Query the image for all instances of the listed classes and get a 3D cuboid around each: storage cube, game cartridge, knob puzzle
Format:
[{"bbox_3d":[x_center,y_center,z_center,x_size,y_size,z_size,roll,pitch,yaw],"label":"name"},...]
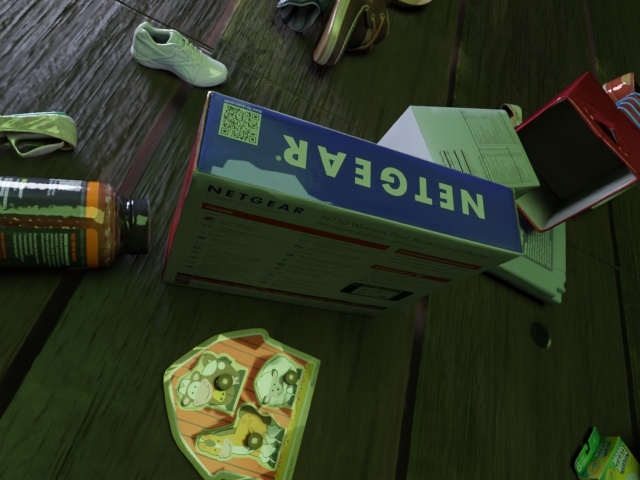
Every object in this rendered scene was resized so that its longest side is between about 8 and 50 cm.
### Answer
[{"bbox_3d":[0.455,-0.165,0.807,0.184,0.215,0.193,50,50,3],"label":"storage cube"},{"bbox_3d":[0.410,-0.037,0.878,0.195,0.060,0.295,29,58,-16],"label":"game cartridge"},{"bbox_3d":[-0.102,0.199,0.541,0.212,0.030,0.213,10,64,-21],"label":"knob puzzle"}]

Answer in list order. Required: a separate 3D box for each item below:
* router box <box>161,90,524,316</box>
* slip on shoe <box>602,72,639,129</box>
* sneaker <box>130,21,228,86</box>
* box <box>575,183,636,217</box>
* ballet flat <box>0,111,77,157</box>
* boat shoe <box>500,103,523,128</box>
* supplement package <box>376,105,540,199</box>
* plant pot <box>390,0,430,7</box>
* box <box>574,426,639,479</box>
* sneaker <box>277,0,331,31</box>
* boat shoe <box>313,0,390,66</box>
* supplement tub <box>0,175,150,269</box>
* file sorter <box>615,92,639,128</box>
[{"bbox_3d":[0.000,0.000,0.517,0.335,0.301,0.082,13,64,-21],"label":"router box"},{"bbox_3d":[0.972,-0.360,1.261,0.331,0.101,0.123,40,55,-6],"label":"slip on shoe"},{"bbox_3d":[-0.220,-0.293,0.685,0.152,0.061,0.054,12,61,-22],"label":"sneaker"},{"bbox_3d":[0.645,-0.173,1.048,0.230,0.056,0.183,-20,77,-31],"label":"box"},{"bbox_3d":[-0.394,-0.129,0.533,0.168,0.057,0.053,-13,84,-29],"label":"ballet flat"},{"bbox_3d":[0.444,-0.266,1.000,0.045,0.050,0.136,16,52,-15],"label":"boat shoe"},{"bbox_3d":[0.199,-0.104,0.721,0.202,0.194,0.150,-7,71,-28],"label":"supplement package"},{"bbox_3d":[0.177,-0.659,1.055,0.236,0.032,0.237,10,65,-22],"label":"plant pot"},{"bbox_3d":[0.513,0.421,0.729,0.105,0.043,0.179,-32,82,-33],"label":"box"},{"bbox_3d":[-0.060,-0.508,0.841,0.226,0.086,0.164,31,93,30],"label":"sneaker"},{"bbox_3d":[0.088,-0.454,0.872,0.123,0.123,0.342,28,53,-10],"label":"boat shoe"},{"bbox_3d":[-0.303,-0.018,0.496,0.197,0.106,0.106,2,67,-25],"label":"supplement tub"},{"bbox_3d":[0.712,-0.262,1.024,0.170,0.104,0.118,-34,84,-33],"label":"file sorter"}]
